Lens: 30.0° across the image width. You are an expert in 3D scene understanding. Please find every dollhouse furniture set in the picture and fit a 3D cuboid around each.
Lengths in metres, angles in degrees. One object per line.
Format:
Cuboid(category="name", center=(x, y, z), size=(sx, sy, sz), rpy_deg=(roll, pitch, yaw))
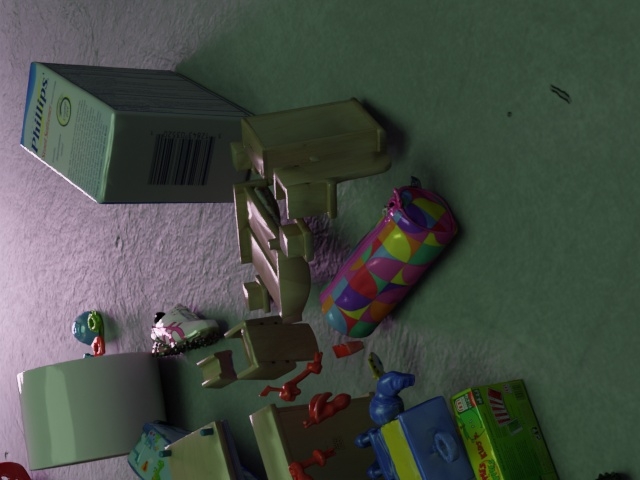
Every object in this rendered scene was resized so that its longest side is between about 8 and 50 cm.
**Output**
Cuboid(category="dollhouse furniture set", center=(0.000, 0.000, 1.681), size=(0.303, 0.174, 0.355), rpy_deg=(-123, 26, -55))
Cuboid(category="dollhouse furniture set", center=(-0.085, 0.296, 1.706), size=(0.303, 0.198, 0.286), rpy_deg=(-34, 66, 40))

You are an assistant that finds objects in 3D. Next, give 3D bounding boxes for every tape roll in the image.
Cuboid(category="tape roll", center=(-0.394, 0.297, 2.072), size=(0.246, 0.246, 0.169), rpy_deg=(-21, 75, 49))

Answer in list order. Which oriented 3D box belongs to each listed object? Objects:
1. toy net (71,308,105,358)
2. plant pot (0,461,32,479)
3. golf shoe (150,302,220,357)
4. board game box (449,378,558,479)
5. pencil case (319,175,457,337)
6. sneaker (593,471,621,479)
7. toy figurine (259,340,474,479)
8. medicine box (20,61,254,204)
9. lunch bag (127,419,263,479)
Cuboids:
Cuboid(category="toy net", center=(-0.423, 0.247, 2.265), size=(0.122, 0.045, 0.232), rpy_deg=(-12, 85, 48))
Cuboid(category="plant pot", center=(-0.658, 0.578, 2.455), size=(0.174, 0.191, 0.191), rpy_deg=(49, 128, 31))
Cuboid(category="golf shoe", center=(-0.234, 0.146, 2.005), size=(0.186, 0.068, 0.085), rpy_deg=(-17, 77, 50))
Cuboid(category="board game box", center=(0.228, 0.262, 1.429), size=(0.043, 0.092, 0.181), rpy_deg=(-38, 64, 46))
Cuboid(category="pencil case", center=(0.084, 0.027, 1.587), size=(0.104, 0.104, 0.236), rpy_deg=(59, 133, 30))
Cuboid(category="sneaker", center=(0.254, 0.350, 1.319), size=(0.106, 0.234, 0.078), rpy_deg=(65, 163, 7))
Cuboid(category="toy figurine", center=(0.100, 0.292, 1.457), size=(0.217, 0.191, 0.362), rpy_deg=(-27, 82, 60))
Cuboid(category="medicine box", center=(-0.293, -0.174, 1.904), size=(0.289, 0.264, 0.149), rpy_deg=(31, 115, 45))
Cuboid(category="lunch bag", center=(-0.187, 0.372, 1.882), size=(0.219, 0.176, 0.090), rpy_deg=(29, 92, 48))
